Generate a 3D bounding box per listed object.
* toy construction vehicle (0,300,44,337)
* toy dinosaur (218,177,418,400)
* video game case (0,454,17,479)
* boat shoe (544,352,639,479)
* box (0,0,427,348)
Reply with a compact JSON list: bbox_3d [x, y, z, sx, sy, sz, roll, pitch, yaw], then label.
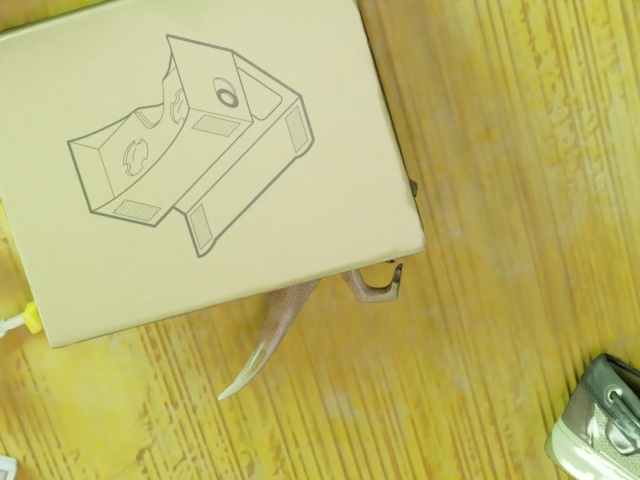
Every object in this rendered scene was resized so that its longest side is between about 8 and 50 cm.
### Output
[{"bbox_3d":[-0.205,0.037,1.048,0.098,0.035,0.086,-31,105,8],"label":"toy construction vehicle"},{"bbox_3d":[0.000,0.000,1.044,0.093,0.053,0.183,12,109,5],"label":"toy dinosaur"},{"bbox_3d":[-0.239,0.147,1.111,0.122,0.011,0.087,14,115,-12],"label":"video game case"},{"bbox_3d":[0.224,0.130,1.056,0.223,0.080,0.073,27,111,30],"label":"boat shoe"},{"bbox_3d":[-0.064,-0.048,0.992,0.201,0.021,0.164,-15,103,7],"label":"box"}]
